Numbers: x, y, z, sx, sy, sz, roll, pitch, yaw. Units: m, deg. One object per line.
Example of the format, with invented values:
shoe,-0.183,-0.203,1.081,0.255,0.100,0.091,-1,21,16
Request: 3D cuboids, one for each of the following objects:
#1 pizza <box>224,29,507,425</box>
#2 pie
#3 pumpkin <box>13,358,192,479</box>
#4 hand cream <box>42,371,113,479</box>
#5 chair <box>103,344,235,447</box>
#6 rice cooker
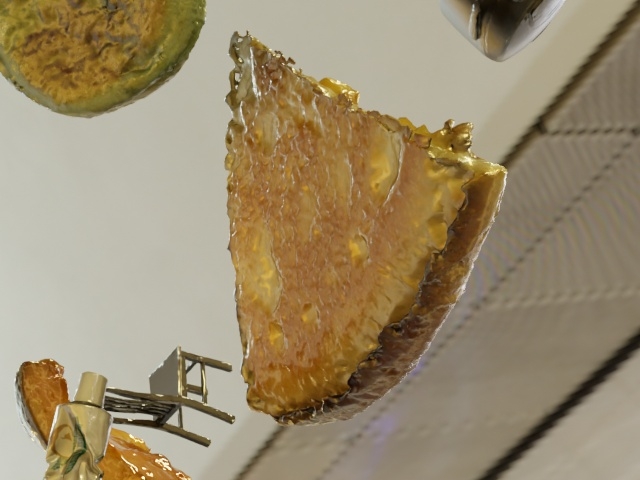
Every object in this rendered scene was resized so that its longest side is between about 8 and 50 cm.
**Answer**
pizza,0.012,0.025,1.708,0.080,0.435,0.391,-3,-68,-31
pie,-0.232,-0.269,1.716,0.302,0.302,0.067,-34,-12,24
pumpkin,-0.179,0.241,1.754,0.095,0.290,0.258,-54,-8,-4
hand cream,-0.235,0.225,1.482,0.084,0.257,0.050,-13,-46,35
chair,-0.225,0.198,2.300,0.213,0.101,0.084,19,-45,-28
rice cooker,0.191,-0.265,1.747,0.142,0.118,0.203,-48,-14,-10
